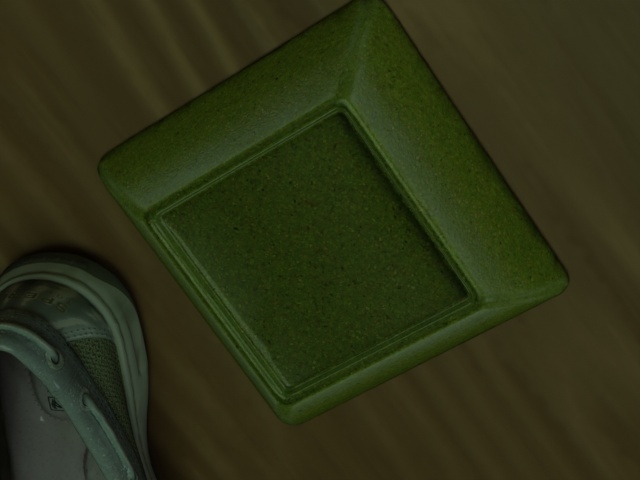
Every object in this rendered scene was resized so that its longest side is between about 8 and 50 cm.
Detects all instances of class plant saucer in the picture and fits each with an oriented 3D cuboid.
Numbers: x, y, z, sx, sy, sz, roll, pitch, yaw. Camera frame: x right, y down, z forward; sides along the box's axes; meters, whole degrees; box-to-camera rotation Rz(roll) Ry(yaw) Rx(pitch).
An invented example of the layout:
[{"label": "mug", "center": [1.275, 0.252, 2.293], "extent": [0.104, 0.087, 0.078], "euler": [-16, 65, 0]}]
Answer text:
[{"label": "plant saucer", "center": [0.000, 0.000, 0.869], "extent": [0.188, 0.045, 0.188], "euler": [-29, 105, 24]}]

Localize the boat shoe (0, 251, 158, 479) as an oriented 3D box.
[{"label": "boat shoe", "center": [-0.137, 0.168, 0.950], "extent": [0.118, 0.103, 0.320], "euler": [1, 115, 13]}]
